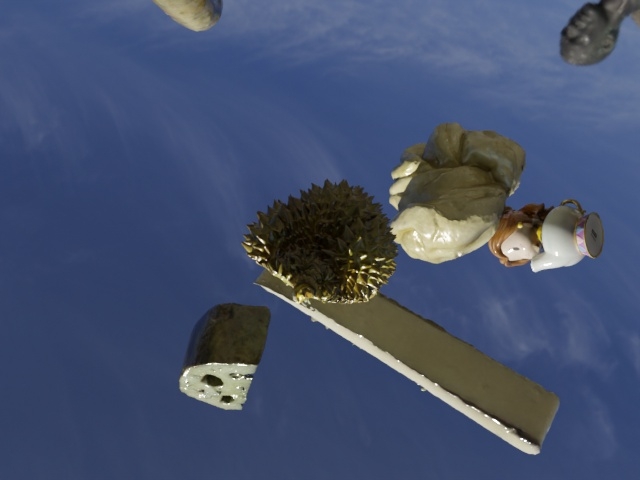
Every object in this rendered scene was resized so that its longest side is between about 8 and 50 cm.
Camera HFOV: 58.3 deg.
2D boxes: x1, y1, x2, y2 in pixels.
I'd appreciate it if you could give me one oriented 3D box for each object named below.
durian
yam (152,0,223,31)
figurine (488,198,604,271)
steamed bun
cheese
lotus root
[{"bbox_3d":[0.000,0.000,0.525,0.147,0.102,0.208,16,-157,8],"label":"durian"},{"bbox_3d":[-0.147,-0.240,0.449,0.067,0.317,0.071,-8,-88,9],"label":"yam"},{"bbox_3d":[0.504,-0.012,1.331,0.142,0.263,0.189,45,-118,-32],"label":"figurine"},{"bbox_3d":[0.282,-0.121,1.278,0.230,0.325,0.372,44,-117,-12],"label":"steamed bun"},{"bbox_3d":[0.100,0.123,0.722,0.400,0.034,0.085,29,-127,16],"label":"cheese"},{"bbox_3d":[-0.160,0.197,0.968,0.138,0.235,0.119,12,-126,-14],"label":"lotus root"}]
